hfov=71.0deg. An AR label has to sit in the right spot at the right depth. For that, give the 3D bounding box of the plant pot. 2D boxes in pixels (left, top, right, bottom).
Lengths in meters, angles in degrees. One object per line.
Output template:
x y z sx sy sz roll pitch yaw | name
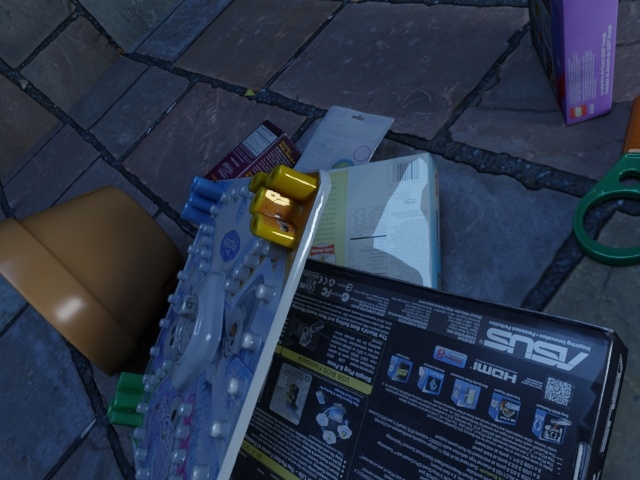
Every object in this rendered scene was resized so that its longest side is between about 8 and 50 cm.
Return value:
-0.366 0.046 0.741 0.290 0.291 0.203 19 54 41 | plant pot

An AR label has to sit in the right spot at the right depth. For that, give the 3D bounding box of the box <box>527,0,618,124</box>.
0.292 -0.316 0.536 0.057 0.293 0.201 -13 52 22 | box

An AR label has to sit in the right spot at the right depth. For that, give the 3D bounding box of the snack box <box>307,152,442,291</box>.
0.000 0.000 0.622 0.321 0.060 0.187 -6 70 26 | snack box

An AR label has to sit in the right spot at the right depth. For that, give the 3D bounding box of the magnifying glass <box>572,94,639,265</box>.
0.354 -0.075 0.511 0.092 0.026 0.231 10 66 38 | magnifying glass

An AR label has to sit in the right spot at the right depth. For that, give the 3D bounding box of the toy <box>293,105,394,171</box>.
0.016 -0.099 0.729 0.136 0.056 0.237 26 80 39 | toy

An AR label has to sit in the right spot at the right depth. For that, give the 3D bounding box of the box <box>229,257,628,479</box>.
0.025 0.188 0.424 0.394 0.097 0.319 10 78 41 | box

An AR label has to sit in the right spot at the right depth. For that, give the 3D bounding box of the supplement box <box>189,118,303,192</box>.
-0.119 -0.104 0.786 0.188 0.104 0.081 -43 45 -2 | supplement box

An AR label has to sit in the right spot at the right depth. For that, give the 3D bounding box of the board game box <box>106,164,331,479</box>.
-0.155 0.101 0.521 0.390 0.050 0.390 12 81 63 | board game box
